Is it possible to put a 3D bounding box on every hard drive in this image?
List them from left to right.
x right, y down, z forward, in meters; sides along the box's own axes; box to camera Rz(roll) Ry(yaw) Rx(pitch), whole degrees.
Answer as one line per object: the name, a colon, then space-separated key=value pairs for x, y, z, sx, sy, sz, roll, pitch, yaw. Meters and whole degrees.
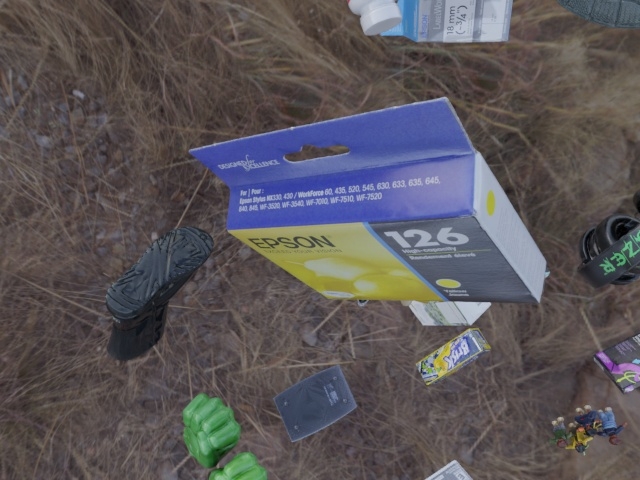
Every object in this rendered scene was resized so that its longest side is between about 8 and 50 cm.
hard drive: x=-0.020 y=0.547 z=1.722 sx=0.254 sy=0.054 sz=0.172 roll=-22 pitch=83 yaw=-21

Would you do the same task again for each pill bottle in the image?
pill bottle: x=0.098 y=-0.513 z=1.010 sx=0.107 sy=0.108 sz=0.180 roll=-19 pitch=94 yaw=-19

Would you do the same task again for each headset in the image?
headset: x=0.635 y=-0.005 z=0.953 sx=0.185 sy=0.243 sz=0.394 roll=50 pitch=38 yaw=16

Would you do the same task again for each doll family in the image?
doll family: x=0.706 y=0.507 z=1.346 sx=0.076 sy=0.111 sz=0.193 roll=44 pitch=117 yaw=-2

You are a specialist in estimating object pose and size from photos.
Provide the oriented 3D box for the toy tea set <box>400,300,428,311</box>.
toy tea set: x=0.199 y=0.002 z=1.002 sx=0.124 sy=0.336 sz=0.200 roll=6 pitch=103 yaw=-8

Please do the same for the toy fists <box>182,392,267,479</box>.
toy fists: x=-0.187 y=0.433 z=0.995 sx=0.096 sy=0.142 sz=0.279 roll=-11 pitch=53 yaw=-40

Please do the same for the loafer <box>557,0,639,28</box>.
loafer: x=0.454 y=-0.336 z=0.677 sx=0.267 sy=0.096 sz=0.084 roll=17 pitch=40 yaw=23

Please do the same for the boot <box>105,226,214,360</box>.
boot: x=-0.318 y=0.105 z=0.995 sx=0.094 sy=0.207 sz=0.246 roll=35 pitch=50 yaw=7

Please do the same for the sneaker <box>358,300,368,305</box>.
sneaker: x=0.183 y=0.143 z=1.928 sx=0.105 sy=0.281 sz=0.115 roll=10 pitch=49 yaw=13

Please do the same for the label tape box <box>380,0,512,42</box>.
label tape box: x=0.305 y=-0.623 z=1.262 sx=0.333 sy=0.106 sz=0.241 roll=5 pitch=122 yaw=15

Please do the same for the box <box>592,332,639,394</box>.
box: x=0.797 y=0.301 z=1.280 sx=0.162 sy=0.116 sz=0.029 roll=-28 pitch=125 yaw=5

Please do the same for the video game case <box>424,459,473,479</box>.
video game case: x=0.217 y=0.489 z=0.856 sx=0.190 sy=0.173 sz=0.022 roll=-20 pitch=133 yaw=-26

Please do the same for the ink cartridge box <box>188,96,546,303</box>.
ink cartridge box: x=0.052 y=-0.010 z=0.560 sx=0.307 sy=0.303 sz=0.072 roll=35 pitch=62 yaw=-46

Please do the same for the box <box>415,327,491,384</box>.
box: x=0.311 y=0.274 z=1.195 sx=0.054 sy=0.169 sz=0.059 roll=10 pitch=45 yaw=-49

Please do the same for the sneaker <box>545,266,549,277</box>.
sneaker: x=0.503 y=0.089 z=1.247 sx=0.098 sy=0.069 sz=0.038 roll=12 pitch=41 yaw=2

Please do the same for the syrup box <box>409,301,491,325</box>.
syrup box: x=0.358 y=0.179 z=1.448 sx=0.096 sy=0.237 sz=0.093 roll=-38 pitch=96 yaw=-21
